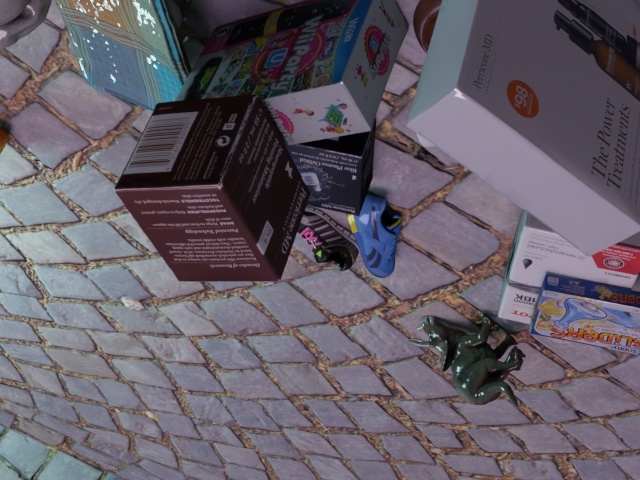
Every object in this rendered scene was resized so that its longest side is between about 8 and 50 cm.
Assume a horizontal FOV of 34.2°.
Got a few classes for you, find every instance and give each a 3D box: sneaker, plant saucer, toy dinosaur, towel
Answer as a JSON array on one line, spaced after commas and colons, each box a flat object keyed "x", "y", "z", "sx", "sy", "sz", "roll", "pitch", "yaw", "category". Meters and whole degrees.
[{"x": 0.113, "y": -0.002, "z": 1.868, "sx": 0.082, "sy": 0.069, "sz": 0.209, "roll": -2, "pitch": 140, "yaw": 21, "category": "sneaker"}, {"x": 0.000, "y": 0.000, "z": 1.916, "sx": 0.170, "sy": 0.075, "sz": 0.063, "roll": 30, "pitch": 143, "yaw": -16, "category": "sneaker"}, {"x": 0.210, "y": -0.290, "z": 1.468, "sx": 0.168, "sy": 0.029, "sz": 0.168, "roll": 12, "pitch": 144, "yaw": 9, "category": "plant saucer"}, {"x": 0.308, "y": 0.248, "z": 1.998, "sx": 0.160, "sy": 0.313, "sz": 0.121, "roll": -46, "pitch": 129, "yaw": 12, "category": "toy dinosaur"}, {"x": -0.312, "y": -0.334, "z": 1.564, "sx": 0.271, "sy": 0.040, "sz": 0.370, "roll": 27, "pitch": 152, "yaw": 26, "category": "towel"}]

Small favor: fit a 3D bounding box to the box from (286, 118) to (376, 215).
[{"x": 0.004, "y": -0.135, "z": 1.718, "sx": 0.156, "sy": 0.093, "sz": 0.158, "roll": 12, "pitch": 146, "yaw": 9, "category": "box"}]

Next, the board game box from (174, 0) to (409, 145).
[{"x": -0.047, "y": -0.238, "z": 1.489, "sx": 0.303, "sy": 0.224, "sz": 0.097, "roll": -7, "pitch": 136, "yaw": 31, "category": "board game box"}]

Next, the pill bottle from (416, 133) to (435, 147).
[{"x": 0.236, "y": -0.185, "z": 1.532, "sx": 0.184, "sy": 0.103, "sz": 0.103, "roll": -5, "pitch": 138, "yaw": 31, "category": "pill bottle"}]

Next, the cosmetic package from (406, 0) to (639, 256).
[{"x": 0.272, "y": -0.211, "z": 1.242, "sx": 0.284, "sy": 0.377, "sz": 0.097, "roll": 31, "pitch": 142, "yaw": -18, "category": "cosmetic package"}]

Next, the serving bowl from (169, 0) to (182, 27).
[{"x": -0.258, "y": -0.346, "z": 1.608, "sx": 0.083, "sy": 0.027, "sz": 0.083, "roll": 13, "pitch": 144, "yaw": 10, "category": "serving bowl"}]

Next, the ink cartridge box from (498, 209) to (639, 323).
[{"x": 0.419, "y": 0.036, "z": 1.738, "sx": 0.197, "sy": 0.114, "sz": 0.273, "roll": 12, "pitch": 145, "yaw": 8, "category": "ink cartridge box"}]

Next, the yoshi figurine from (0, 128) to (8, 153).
[{"x": -0.765, "y": -0.221, "z": 1.889, "sx": 0.362, "sy": 0.204, "sz": 0.203, "roll": 33, "pitch": 127, "yaw": -15, "category": "yoshi figurine"}]

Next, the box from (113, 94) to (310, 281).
[{"x": -0.141, "y": -0.068, "z": 1.420, "sx": 0.167, "sy": 0.168, "sz": 0.203, "roll": -2, "pitch": 141, "yaw": 25, "category": "box"}]

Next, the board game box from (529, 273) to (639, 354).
[{"x": 0.455, "y": 0.124, "z": 1.709, "sx": 0.201, "sy": 0.035, "sz": 0.136, "roll": 10, "pitch": 144, "yaw": 7, "category": "board game box"}]

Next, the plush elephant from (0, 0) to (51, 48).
[{"x": -0.534, "y": -0.390, "z": 1.494, "sx": 0.255, "sy": 0.330, "sz": 0.272, "roll": -18, "pitch": 177, "yaw": -8, "category": "plush elephant"}]
